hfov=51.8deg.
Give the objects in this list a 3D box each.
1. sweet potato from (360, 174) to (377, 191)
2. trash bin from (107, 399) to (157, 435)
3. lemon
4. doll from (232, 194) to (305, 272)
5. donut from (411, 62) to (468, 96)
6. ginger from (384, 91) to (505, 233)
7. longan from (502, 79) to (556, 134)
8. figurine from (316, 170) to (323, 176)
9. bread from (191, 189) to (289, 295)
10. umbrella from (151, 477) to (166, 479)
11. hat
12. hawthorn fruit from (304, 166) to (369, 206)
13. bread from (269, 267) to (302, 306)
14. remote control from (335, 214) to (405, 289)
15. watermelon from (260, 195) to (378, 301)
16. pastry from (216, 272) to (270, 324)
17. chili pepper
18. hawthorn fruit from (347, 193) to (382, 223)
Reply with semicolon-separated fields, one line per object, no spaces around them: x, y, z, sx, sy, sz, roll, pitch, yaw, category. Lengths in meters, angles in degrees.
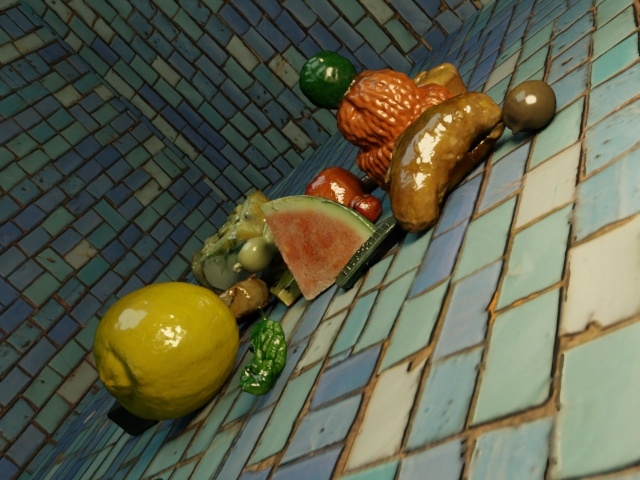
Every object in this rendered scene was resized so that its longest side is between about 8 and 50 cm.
0.181;-0.198;1.920;0.214;0.050;0.050;-34;16;30;sweet potato
-0.488;0.426;1.919;0.164;0.122;0.240;-36;17;35;trash bin
-0.362;0.256;1.571;0.348;0.348;0.348;-43;12;11;lemon
-0.128;-0.009;1.824;0.296;0.117;0.141;-33;-25;-18;doll
0.286;-0.385;1.903;0.299;0.150;0.317;-35;12;33;donut
0.235;-0.167;1.349;0.172;0.165;0.321;34;89;42;ginger
0.393;-0.250;1.252;0.113;0.092;0.113;-48;21;25;longan
0.046;-0.126;1.974;0.192;0.126;0.147;-28;61;57;figurine
-0.254;0.069;2.020;0.395;0.239;0.264;-41;12;22;bread
-0.281;0.470;1.200;0.224;0.080;0.071;-32;-17;38;umbrella
0.156;-0.315;1.548;0.285;0.400;0.285;-40;10;9;hat
0.043;-0.106;1.765;0.189;0.189;0.189;-43;12;11;hawthorn fruit
-0.091;0.121;1.756;0.088;0.049;0.226;-48;11;-9;bread
0.114;0.018;1.420;0.222;0.042;0.072;-46;12;1;remote control
0.000;0.000;1.569;0.310;0.232;0.193;5;25;11;watermelon
-0.240;0.183;1.809;0.218;0.100;0.229;-31;-6;-7;pastry
-0.114;0.230;1.343;0.074;0.100;0.257;-48;13;13;chili pepper
0.115;-0.080;1.657;0.093;0.093;0.093;-43;12;11;hawthorn fruit
